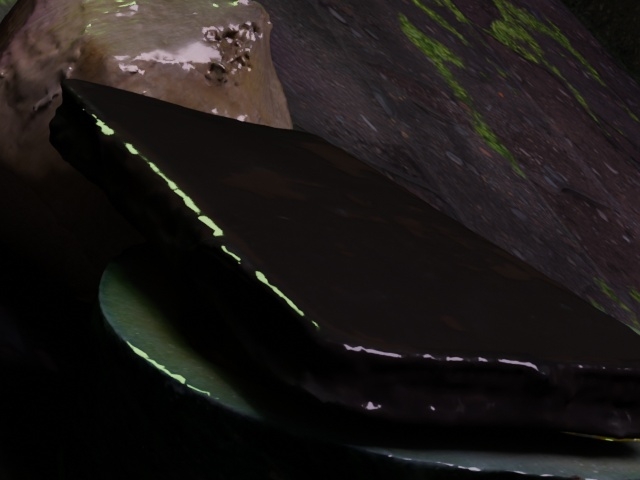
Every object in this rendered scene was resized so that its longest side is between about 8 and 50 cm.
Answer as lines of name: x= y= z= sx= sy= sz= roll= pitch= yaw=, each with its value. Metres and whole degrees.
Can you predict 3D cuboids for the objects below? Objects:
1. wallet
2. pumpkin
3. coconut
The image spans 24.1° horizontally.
wallet: x=0.000 y=0.000 z=0.614 sx=0.165 sy=0.042 sz=0.309 roll=6 pitch=18 yaw=-30
pumpkin: x=0.026 y=0.124 z=0.637 sx=0.293 sy=0.197 sz=0.263 roll=10 pitch=17 yaw=-23
coconut: x=-0.101 y=-0.065 z=0.822 sx=0.194 sy=0.194 sz=0.194 roll=35 pitch=20 yaw=-15
